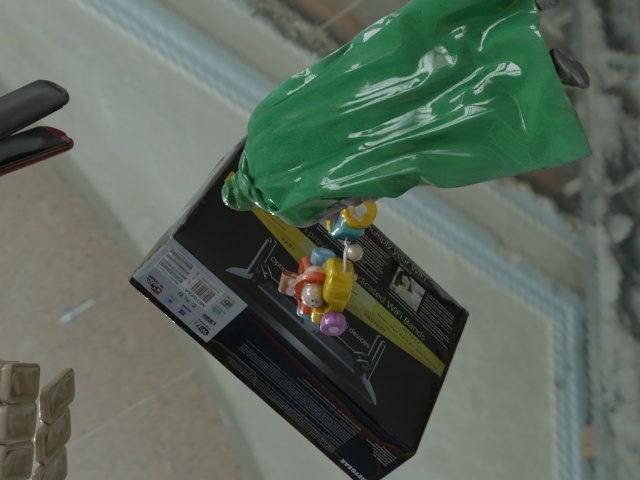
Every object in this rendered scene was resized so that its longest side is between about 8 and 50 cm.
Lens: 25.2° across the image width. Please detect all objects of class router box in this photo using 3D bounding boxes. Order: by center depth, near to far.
[{"bbox_3d":[-0.010,0.057,1.416,0.309,0.081,0.243,43,-145,-8],"label":"router box"}]

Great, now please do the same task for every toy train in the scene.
[{"bbox_3d":[0.000,0.000,1.075,0.046,0.166,0.125,9,-153,-12],"label":"toy train"}]

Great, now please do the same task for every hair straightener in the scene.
[{"bbox_3d":[-0.277,-0.073,0.998,0.230,0.089,0.047,-22,-138,-33],"label":"hair straightener"}]

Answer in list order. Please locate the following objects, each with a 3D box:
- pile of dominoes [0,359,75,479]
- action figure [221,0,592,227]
[{"bbox_3d":[-0.246,0.216,1.075,0.196,0.040,0.251,22,-107,-78],"label":"pile of dominoes"},{"bbox_3d":[0.033,-0.067,0.797,0.063,0.232,0.137,3,-113,-55],"label":"action figure"}]
